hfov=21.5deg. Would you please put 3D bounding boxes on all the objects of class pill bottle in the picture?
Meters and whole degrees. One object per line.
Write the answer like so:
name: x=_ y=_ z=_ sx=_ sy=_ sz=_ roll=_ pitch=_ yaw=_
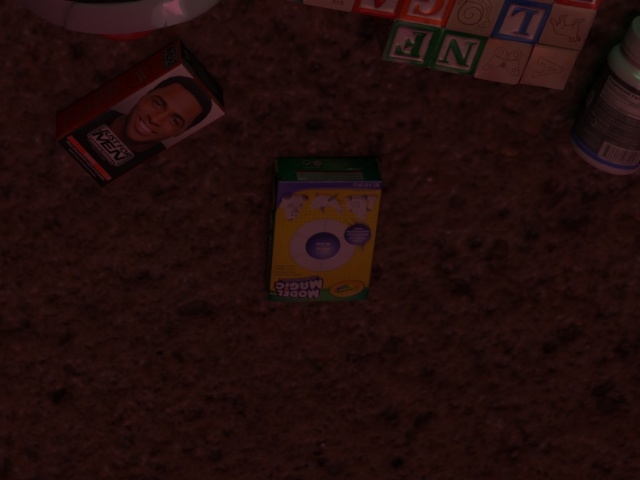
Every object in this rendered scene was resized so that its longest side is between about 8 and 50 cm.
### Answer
pill bottle: x=0.292 y=-0.136 z=1.569 sx=0.078 sy=0.078 sz=0.137 roll=10 pitch=128 yaw=-17

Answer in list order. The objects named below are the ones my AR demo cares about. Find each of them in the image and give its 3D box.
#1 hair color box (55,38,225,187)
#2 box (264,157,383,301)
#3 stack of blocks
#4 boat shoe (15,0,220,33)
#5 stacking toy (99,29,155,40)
hair color box: x=-0.165 y=-0.115 z=1.539 sx=0.141 sy=0.043 sz=0.072 roll=-30 pitch=127 yaw=16
box: x=0.000 y=0.000 z=1.665 sx=0.105 sy=0.043 sz=0.179 roll=-1 pitch=132 yaw=-7
stack of blocks: x=0.092 y=-0.242 z=1.440 sx=0.297 sy=0.087 sz=0.171 roll=8 pitch=129 yaw=-15
boat shoe: x=-0.199 y=-0.245 z=1.292 sx=0.113 sy=0.306 sz=0.105 roll=-34 pitch=133 yaw=-29
stacking toy: x=-0.112 y=-0.290 z=1.347 sx=0.141 sy=0.141 sz=0.330 roll=20 pitch=129 yaw=-23
